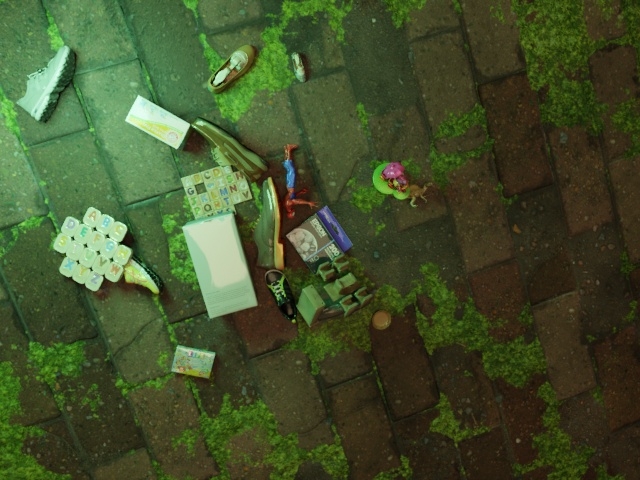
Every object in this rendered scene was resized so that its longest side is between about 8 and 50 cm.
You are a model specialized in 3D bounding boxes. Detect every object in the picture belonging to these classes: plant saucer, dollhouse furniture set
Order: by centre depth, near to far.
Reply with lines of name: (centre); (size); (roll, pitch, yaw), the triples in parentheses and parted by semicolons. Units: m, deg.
dollhouse furniture set: (0.042, 0.216, 1.821); (0.242, 0.161, 0.212); (-24, 65, -26)
plant saucer: (0.259, 0.337, 1.963); (0.083, 0.015, 0.084); (-1, 98, -8)

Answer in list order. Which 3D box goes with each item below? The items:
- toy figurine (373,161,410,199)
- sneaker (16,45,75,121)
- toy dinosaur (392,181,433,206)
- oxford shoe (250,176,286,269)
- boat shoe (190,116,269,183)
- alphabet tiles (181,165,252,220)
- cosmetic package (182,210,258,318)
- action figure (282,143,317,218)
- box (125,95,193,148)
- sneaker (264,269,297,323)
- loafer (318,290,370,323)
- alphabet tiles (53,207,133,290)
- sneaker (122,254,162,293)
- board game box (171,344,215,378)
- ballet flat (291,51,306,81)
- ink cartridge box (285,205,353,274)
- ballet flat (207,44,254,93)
toy figurine: (0.295, -0.242, 1.801); (0.130, 0.159, 0.173); (-44, 88, -3)
sneaker: (-0.966, -0.565, 1.612); (0.115, 0.105, 0.281); (31, 93, -11)
toy dinosaur: (0.382, -0.184, 1.904); (0.183, 0.053, 0.093); (-18, 83, -1)
oxford shoe: (-0.211, -0.062, 1.786); (0.132, 0.130, 0.364); (-3, 94, 3)
boat shoe: (-0.341, -0.325, 1.705); (0.324, 0.122, 0.120); (34, 96, -26)
alphabet tiles: (-0.397, -0.184, 1.798); (0.237, 0.009, 0.199); (-19, 100, -5)
cosmetic package: (-0.376, 0.087, 1.760); (0.196, 0.155, 0.366); (-14, 100, -6)
action figure: (-0.080, -0.224, 1.798); (0.138, 0.091, 0.281); (3, 93, -16)
box: (-0.583, -0.425, 1.684); (0.203, 0.114, 0.103); (29, 93, -12)
sneaker: (-0.147, 0.221, 1.845); (0.084, 0.097, 0.235); (-28, 101, -4)
loafer: (0.082, 0.280, 1.902); (0.267, 0.096, 0.084); (-14, 119, 1)
alphabet tiles: (-0.851, 0.034, 1.720); (0.284, 0.021, 0.278); (28, 93, 3)
sneaker: (-0.697, 0.140, 1.764); (0.208, 0.081, 0.094); (43, 90, 0)
board game box: (-0.514, 0.491, 1.861); (0.154, 0.026, 0.104); (14, 95, -10)
ballet flat: (-0.084, -0.667, 1.765); (0.041, 0.041, 0.115); (-20, 100, -6)
ink cartridge box: (0.000, 0.000, 1.865); (0.208, 0.045, 0.206); (-36, 101, -4)
ballet flat: (-0.329, -0.639, 1.714); (0.080, 0.073, 0.232); (42, 90, -12)
